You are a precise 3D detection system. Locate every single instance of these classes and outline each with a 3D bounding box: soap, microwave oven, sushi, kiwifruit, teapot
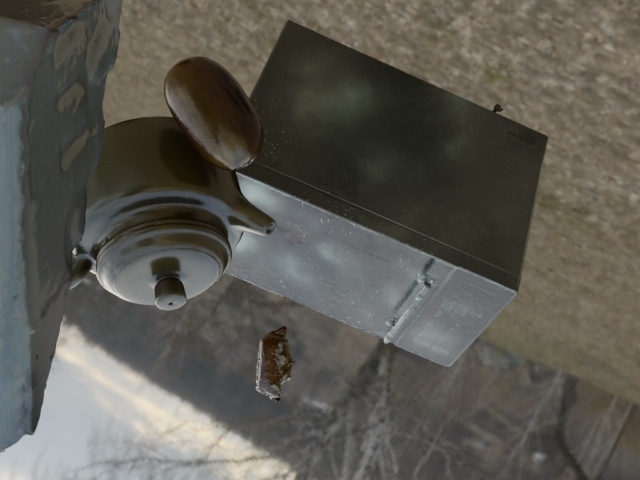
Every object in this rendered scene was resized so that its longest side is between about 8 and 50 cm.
[{"bbox_3d":[-0.238,-0.056,0.670,0.159,0.302,0.258,10,-155,-6],"label":"soap"},{"bbox_3d":[0.074,-0.074,1.428,0.432,0.374,0.236,24,144,-4],"label":"microwave oven"},{"bbox_3d":[-0.070,0.194,1.528,0.060,0.118,0.061,5,-176,-7],"label":"sushi"},{"bbox_3d":[-0.104,-0.126,0.946,0.124,0.075,0.075,56,177,10],"label":"kiwifruit"},{"bbox_3d":[-0.181,-0.006,1.009,0.185,0.267,0.175,72,-178,-57],"label":"teapot"}]
